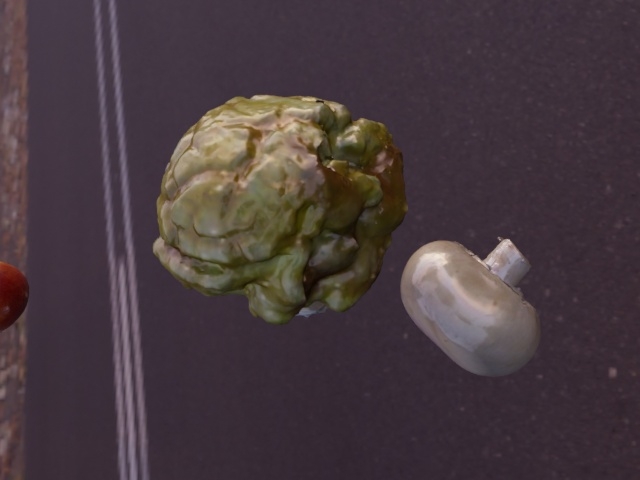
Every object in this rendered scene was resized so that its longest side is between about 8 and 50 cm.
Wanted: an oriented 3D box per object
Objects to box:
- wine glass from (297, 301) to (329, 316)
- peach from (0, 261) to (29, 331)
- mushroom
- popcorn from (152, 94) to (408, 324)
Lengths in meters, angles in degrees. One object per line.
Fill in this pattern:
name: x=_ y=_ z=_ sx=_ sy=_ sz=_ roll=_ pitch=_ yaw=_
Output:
wine glass: x=0.000 y=0.000 z=1.419 sx=0.232 sy=0.156 sz=0.156 roll=-62 pitch=35 yaw=39
peach: x=-0.402 y=0.071 z=1.210 sx=0.061 sy=0.098 sz=0.098 roll=-12 pitch=71 yaw=32
mushroom: x=0.241 y=0.088 z=1.479 sx=0.202 sy=0.246 sz=0.246 roll=-54 pitch=36 yaw=9
popcorn: x=-0.054 y=-0.036 z=1.075 sx=0.247 sy=0.282 sz=0.282 roll=21 pitch=102 yaw=43
